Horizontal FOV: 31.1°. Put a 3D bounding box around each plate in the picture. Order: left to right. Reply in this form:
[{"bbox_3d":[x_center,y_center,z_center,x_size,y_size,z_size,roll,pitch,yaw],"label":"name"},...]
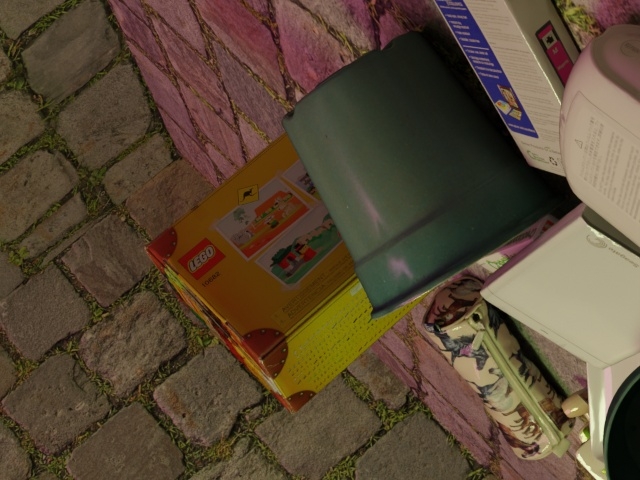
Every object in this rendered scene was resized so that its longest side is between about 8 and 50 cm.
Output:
[{"bbox_3d":[0.531,0.268,1.864,0.278,0.045,0.277,-155,57,-65],"label":"plate"}]

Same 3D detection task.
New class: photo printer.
[{"bbox_3d":[0.394,-0.082,1.269,0.307,0.107,0.256,43,161,27],"label":"photo printer"}]

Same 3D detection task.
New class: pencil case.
[{"bbox_3d":[0.378,0.275,2.412,0.410,0.160,0.183,53,-177,-17],"label":"pencil case"}]

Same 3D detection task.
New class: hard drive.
[{"bbox_3d":[0.395,0.073,1.640,0.233,0.047,0.353,32,156,-2],"label":"hard drive"}]

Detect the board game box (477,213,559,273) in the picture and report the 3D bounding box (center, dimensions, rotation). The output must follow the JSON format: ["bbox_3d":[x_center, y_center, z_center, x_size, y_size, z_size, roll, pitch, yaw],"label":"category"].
[{"bbox_3d":[0.376,0.048,1.817,0.193,0.053,0.305,32,169,-3],"label":"board game box"}]

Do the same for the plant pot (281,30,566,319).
[{"bbox_3d":[0.132,-0.109,1.730,0.334,0.341,0.341,56,169,1],"label":"plant pot"}]

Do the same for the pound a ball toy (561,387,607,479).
[{"bbox_3d":[0.603,0.407,2.154,0.319,0.136,0.208,47,-163,4],"label":"pound a ball toy"}]

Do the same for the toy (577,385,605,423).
[{"bbox_3d":[0.573,0.328,2.031,0.237,0.137,0.056,47,125,16],"label":"toy"}]

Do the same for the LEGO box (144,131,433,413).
[{"bbox_3d":[0.000,0.000,2.073,0.372,0.500,0.193,41,166,38],"label":"LEGO box"}]

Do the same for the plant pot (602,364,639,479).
[{"bbox_3d":[0.526,0.277,1.586,0.293,0.293,0.235,48,-174,5],"label":"plant pot"}]

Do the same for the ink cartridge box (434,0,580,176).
[{"bbox_3d":[0.252,-0.233,1.458,0.371,0.069,0.176,52,169,-27],"label":"ink cartridge box"}]
